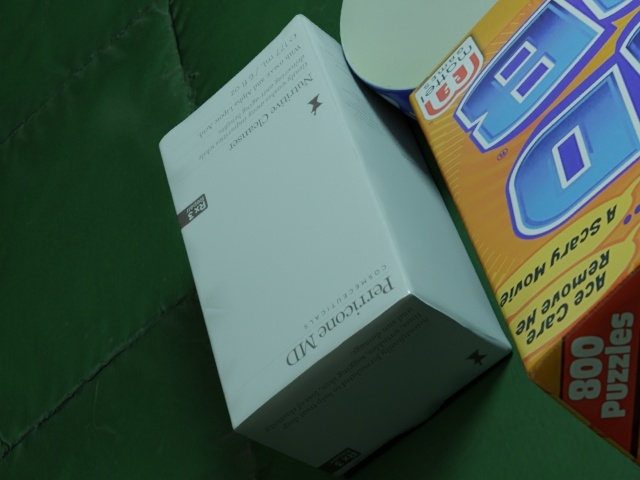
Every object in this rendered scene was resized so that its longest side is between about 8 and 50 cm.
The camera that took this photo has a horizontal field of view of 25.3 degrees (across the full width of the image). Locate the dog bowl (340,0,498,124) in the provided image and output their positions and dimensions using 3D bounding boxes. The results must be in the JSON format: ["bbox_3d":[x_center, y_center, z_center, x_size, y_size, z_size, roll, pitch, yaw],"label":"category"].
[{"bbox_3d":[0.148,-0.236,1.368,0.265,0.104,0.265,-25,51,35],"label":"dog bowl"}]

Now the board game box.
[{"bbox_3d":[0.319,-0.039,0.795,0.356,0.356,0.356,-46,21,16],"label":"board game box"}]

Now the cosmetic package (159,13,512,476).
[{"bbox_3d":[0.000,0.000,1.340,0.217,0.156,0.385,-41,42,19],"label":"cosmetic package"}]
